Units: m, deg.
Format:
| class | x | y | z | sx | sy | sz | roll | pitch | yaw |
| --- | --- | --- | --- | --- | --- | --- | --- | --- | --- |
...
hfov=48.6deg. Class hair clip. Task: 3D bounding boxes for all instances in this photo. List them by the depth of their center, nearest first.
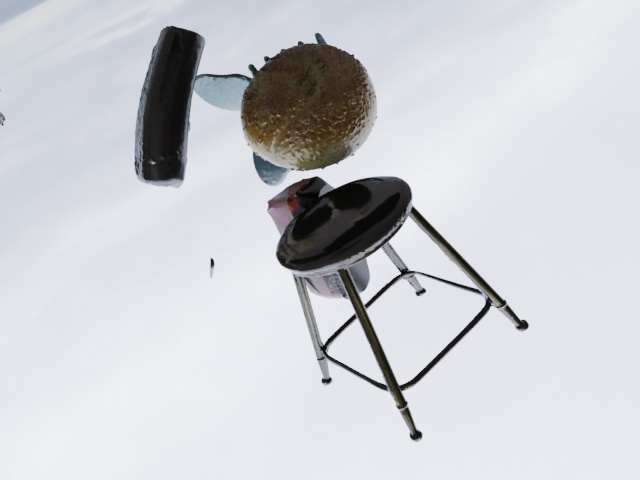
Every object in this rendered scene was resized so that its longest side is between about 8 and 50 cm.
| class | x | y | z | sx | sy | sz | roll | pitch | yaw |
| --- | --- | --- | --- | --- | --- | --- | --- | --- | --- |
| hair clip | -0.102 | -0.399 | 1.964 | 0.318 | 0.392 | 0.238 | -17 | -144 | 31 |

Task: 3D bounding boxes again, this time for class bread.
| class | x | y | z | sx | sy | sz | roll | pitch | yaw |
| --- | --- | --- | --- | --- | --- | --- | --- | --- | --- |
| bread | -0.024 | -0.289 | 1.470 | 0.306 | 0.158 | 0.305 | -2 | -122 | 3 |

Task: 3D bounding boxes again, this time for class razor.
| class | x | y | z | sx | sy | sz | roll | pitch | yaw |
| --- | --- | --- | --- | --- | --- | --- | --- | --- | --- |
| razor | -0.323 | -0.275 | 1.488 | 0.107 | 0.326 | 0.189 | 9 | -178 | -24 |

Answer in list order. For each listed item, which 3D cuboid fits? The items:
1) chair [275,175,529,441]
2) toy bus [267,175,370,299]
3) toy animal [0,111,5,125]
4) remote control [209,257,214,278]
| class | x | y | z | sx | sy | sz | roll | pitch | yaw |
| --- | --- | --- | --- | --- | --- | --- | --- | --- | --- |
| chair | 0.130 | 0.103 | 1.507 | 0.362 | 0.410 | 0.365 | -40 | -153 | -19 |
| toy bus | 0.000 | 0.000 | 1.679 | 0.147 | 0.302 | 0.127 | -8 | -154 | 36 |
| toy animal | -1.076 | -0.420 | 2.204 | 0.168 | 0.106 | 0.343 | -47 | -121 | 2 |
| remote control | -0.343 | 0.087 | 2.242 | 0.014 | 0.096 | 0.039 | -3 | -115 | -13 |
